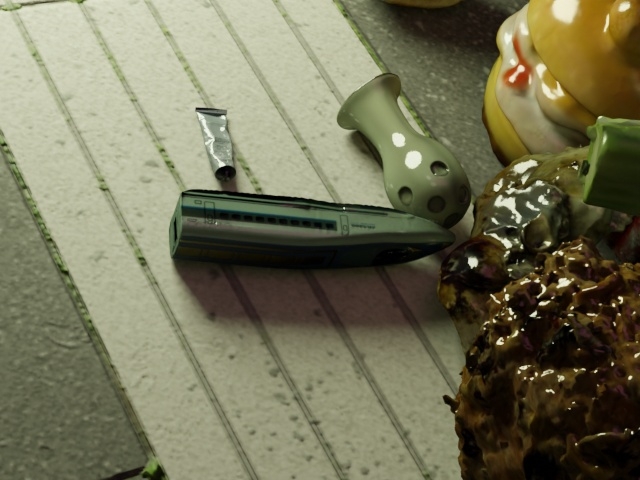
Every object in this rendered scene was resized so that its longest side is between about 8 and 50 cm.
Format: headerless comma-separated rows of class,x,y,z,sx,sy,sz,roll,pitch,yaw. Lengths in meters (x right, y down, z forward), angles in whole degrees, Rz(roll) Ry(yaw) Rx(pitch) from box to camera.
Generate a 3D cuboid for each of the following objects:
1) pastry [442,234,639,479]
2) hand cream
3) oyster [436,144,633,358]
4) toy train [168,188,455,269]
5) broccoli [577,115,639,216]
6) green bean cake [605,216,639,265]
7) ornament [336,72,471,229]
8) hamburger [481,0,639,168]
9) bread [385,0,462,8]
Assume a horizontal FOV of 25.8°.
pastry,0.218,0.132,1.014,0.193,0.275,0.275,-12,56,-29
hand cream,-0.093,-0.086,1.255,0.030,0.019,0.093,1,44,-17
oyster,0.169,0.004,1.190,0.107,0.161,0.233,39,60,-28
toy train,0.000,-0.001,1.184,0.252,0.055,0.048,5,49,-15
broccoli,0.359,0.005,1.047,0.302,0.249,0.375,-12,7,12
green bean cake,0.406,0.023,1.283,0.232,0.097,0.198,-8,54,-25
ornament,0.081,-0.074,1.268,0.075,0.081,0.156,-38,59,7
hamburger,0.308,-0.176,1.330,0.276,0.237,0.276,9,51,-11
bread,0.105,-0.306,1.441,0.149,0.122,0.073,3,43,-30
